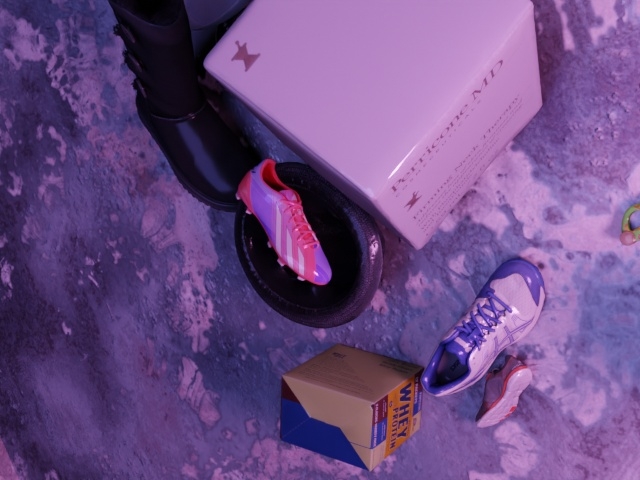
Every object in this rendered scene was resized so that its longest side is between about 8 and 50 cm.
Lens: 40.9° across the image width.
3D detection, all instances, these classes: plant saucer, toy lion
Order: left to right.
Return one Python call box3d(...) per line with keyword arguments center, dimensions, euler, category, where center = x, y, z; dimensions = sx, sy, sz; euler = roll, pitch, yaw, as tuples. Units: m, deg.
box3d(center=(-0.172, -0.527, 1.597), dimensions=(0.317, 0.044, 0.317), euler=(-20, 59, 38), category="plant saucer")
box3d(center=(0.527, -0.036, 1.350), dimensions=(0.100, 0.034, 0.096), euler=(7, 98, 32), category="toy lion")

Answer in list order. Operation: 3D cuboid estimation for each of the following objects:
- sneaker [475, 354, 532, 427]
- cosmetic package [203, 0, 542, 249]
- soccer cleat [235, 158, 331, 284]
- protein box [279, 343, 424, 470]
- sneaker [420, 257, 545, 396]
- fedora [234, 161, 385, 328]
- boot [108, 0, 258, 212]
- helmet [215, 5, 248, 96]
box3d(center=(0.322, 0.270, 1.549), dimensions=(0.158, 0.061, 0.065), euler=(-61, 42, 27), category="sneaker")
box3d(center=(0.100, -0.233, 1.295), dimensions=(0.327, 0.394, 0.329), euler=(41, 92, 19), category="cosmetic package")
box3d(center=(-0.054, -0.032, 1.510), dimensions=(0.095, 0.083, 0.248), euler=(-48, 69, 28), category="soccer cleat")
box3d(center=(0.061, 0.308, 1.625), dimensions=(0.200, 0.201, 0.136), euler=(11, 107, 30), category="protein box")
box3d(center=(0.282, 0.164, 1.493), dimensions=(0.112, 0.131, 0.296), euler=(38, 118, 22), category="sneaker")
box3d(center=(0.000, 0.000, 1.620), dimensions=(0.334, 0.152, 0.334), euler=(8, 105, 35), category="fedora")
box3d(center=(-0.244, -0.283, 1.572), dimensions=(0.367, 0.146, 0.445), euler=(43, 157, 17), category="boot")
box3d(center=(-0.118, -0.342, 1.610), dimensions=(0.169, 0.169, 0.161), euler=(1, 86, 32), category="helmet")
